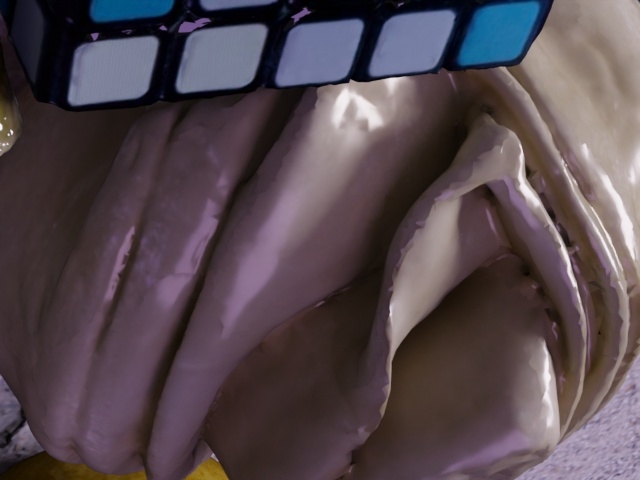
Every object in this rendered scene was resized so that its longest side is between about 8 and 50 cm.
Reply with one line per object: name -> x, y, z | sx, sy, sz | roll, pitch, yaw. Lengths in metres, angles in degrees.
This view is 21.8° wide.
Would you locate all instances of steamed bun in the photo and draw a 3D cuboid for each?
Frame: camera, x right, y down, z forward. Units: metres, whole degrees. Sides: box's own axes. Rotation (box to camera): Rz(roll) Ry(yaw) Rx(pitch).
steamed bun -> -0.001, 0.003, 0.692 | 0.289, 0.203, 0.276 | 12, 120, -15

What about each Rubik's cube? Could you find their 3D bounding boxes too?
Rubik's cube -> -0.019, -0.173, 0.527 | 0.184, 0.182, 0.187 | -9, 141, -26

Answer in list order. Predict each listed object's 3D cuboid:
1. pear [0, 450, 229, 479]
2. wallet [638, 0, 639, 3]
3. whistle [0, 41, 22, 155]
pear -> -0.107, 0.204, 0.917 | 0.209, 0.209, 0.209 | -19, 144, -14
wallet -> 0.206, -0.089, 0.884 | 0.342, 0.075, 0.237 | -6, 133, -26
whistle -> -0.134, -0.171, 0.436 | 0.057, 0.068, 0.326 | 0, 116, 11
